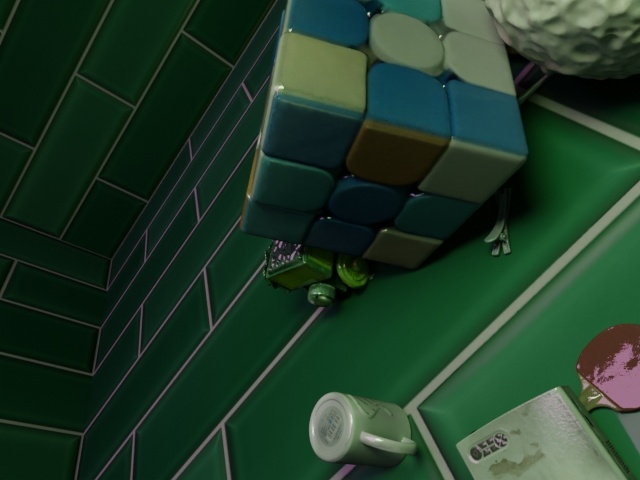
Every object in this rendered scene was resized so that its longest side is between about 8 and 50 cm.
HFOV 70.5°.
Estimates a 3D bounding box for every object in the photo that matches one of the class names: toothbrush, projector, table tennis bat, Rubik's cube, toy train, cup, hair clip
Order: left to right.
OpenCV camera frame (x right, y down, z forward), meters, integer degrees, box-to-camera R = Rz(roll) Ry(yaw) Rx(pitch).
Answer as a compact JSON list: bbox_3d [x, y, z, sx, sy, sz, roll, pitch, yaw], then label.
[{"bbox_3d":[0.000,0.000,0.956,0.159,0.188,0.271,-23,47,44],"label":"toy train"},{"bbox_3d":[0.075,-0.198,0.757,0.344,0.347,0.346,117,160,-56],"label":"Rubik's cube"},{"bbox_3d":[0.074,0.284,0.688,0.136,0.133,0.099,-36,43,35],"label":"cup"},{"bbox_3d":[0.284,-0.035,0.720,0.030,0.039,0.115,-13,54,44],"label":"hair clip"},{"bbox_3d":[0.336,-0.231,0.812,0.275,0.019,0.025,-47,30,23],"label":"toothbrush"},{"bbox_3d":[0.250,0.250,0.513,0.147,0.061,0.115,-44,51,25],"label":"projector"},{"bbox_3d":[0.332,0.165,0.525,0.156,0.013,0.087,-53,35,11],"label":"table tennis bat"}]

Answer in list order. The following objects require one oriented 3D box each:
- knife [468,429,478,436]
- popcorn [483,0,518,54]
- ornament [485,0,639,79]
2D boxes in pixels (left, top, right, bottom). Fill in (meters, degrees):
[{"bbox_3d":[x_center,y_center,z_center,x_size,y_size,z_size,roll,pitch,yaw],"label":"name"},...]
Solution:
[{"bbox_3d":[0.242,0.254,0.578,0.121,0.018,0.031,-29,38,41],"label":"knife"},{"bbox_3d":[0.365,-0.422,0.819,0.173,0.142,0.173,-31,22,14],"label":"popcorn"},{"bbox_3d":[0.385,-0.380,0.576,0.337,0.337,0.337,-35,41,37],"label":"ornament"}]
